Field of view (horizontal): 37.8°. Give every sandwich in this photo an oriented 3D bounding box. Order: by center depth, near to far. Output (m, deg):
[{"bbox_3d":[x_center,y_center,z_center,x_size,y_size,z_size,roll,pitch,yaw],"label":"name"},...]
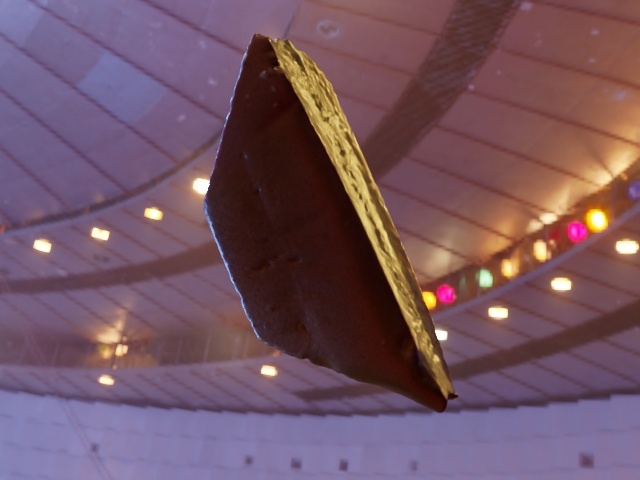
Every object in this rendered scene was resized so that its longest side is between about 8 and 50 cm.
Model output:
[{"bbox_3d":[0.000,0.000,0.605,0.096,0.258,0.094,-24,-3,25],"label":"sandwich"}]
